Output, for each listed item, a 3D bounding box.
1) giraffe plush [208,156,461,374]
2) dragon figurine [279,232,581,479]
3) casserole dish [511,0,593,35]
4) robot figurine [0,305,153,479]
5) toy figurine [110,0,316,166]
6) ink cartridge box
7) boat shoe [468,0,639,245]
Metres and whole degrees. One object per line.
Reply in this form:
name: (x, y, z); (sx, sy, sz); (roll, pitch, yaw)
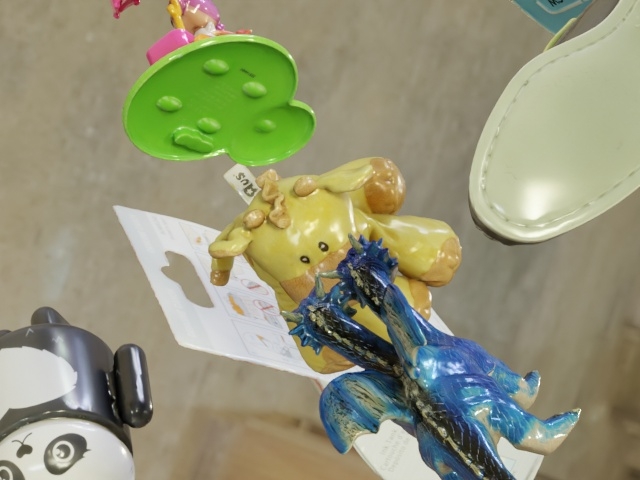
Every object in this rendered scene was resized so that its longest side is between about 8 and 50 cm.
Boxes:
giraffe plush: (0.000, 0.000, 1.323); (0.181, 0.210, 0.170); (-58, 176, -3)
dragon figurine: (0.053, 0.082, 0.902); (0.085, 0.144, 0.289); (-57, -168, 12)
casserole dish: (0.185, -0.197, 1.218); (0.037, 0.114, 0.188); (-55, -167, -17)
robot figurine: (-0.299, 0.203, 1.861); (0.209, 0.174, 0.278); (-62, -151, 34)
toy figurine: (-0.090, -0.153, 1.242); (0.130, 0.159, 0.173); (-37, 146, 21)
ink cartridge box: (-0.012, 0.111, 1.612); (0.091, 0.385, 0.308); (-64, -154, 16)
boat shoe: (0.147, -0.075, 0.843); (0.227, 0.081, 0.068); (-48, 176, -22)
